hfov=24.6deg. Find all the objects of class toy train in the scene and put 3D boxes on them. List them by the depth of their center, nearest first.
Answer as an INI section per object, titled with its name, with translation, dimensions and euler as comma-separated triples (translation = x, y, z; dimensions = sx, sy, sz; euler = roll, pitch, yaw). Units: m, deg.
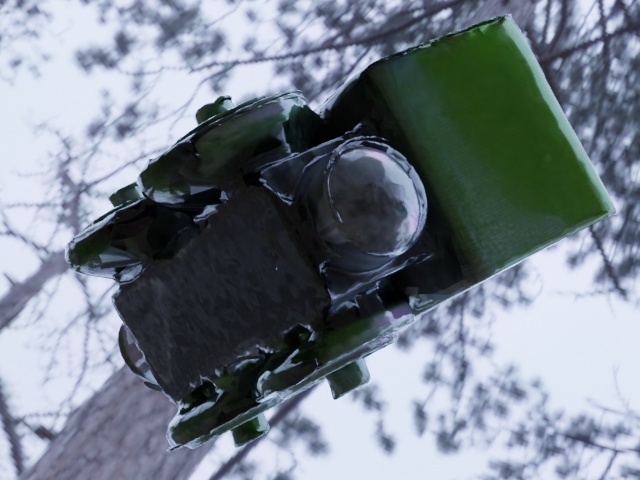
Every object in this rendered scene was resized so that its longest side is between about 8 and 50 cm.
[toy train]
translation = 0.000, 0.000, 0.880
dimensions = 0.173, 0.249, 0.307
euler = 62, -34, 5
